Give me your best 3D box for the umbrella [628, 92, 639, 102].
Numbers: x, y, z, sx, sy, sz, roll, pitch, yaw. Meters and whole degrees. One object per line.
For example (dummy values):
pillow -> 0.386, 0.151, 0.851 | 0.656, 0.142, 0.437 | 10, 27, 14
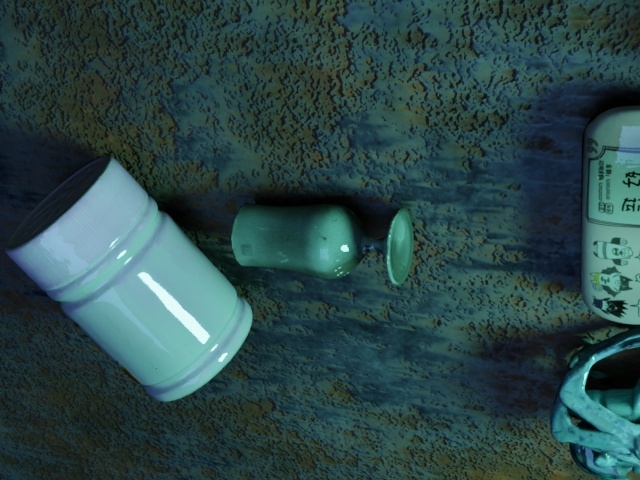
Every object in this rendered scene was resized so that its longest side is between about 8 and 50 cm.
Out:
umbrella -> 0.376, -0.153, 1.029 | 0.083, 0.020, 0.031 | -3, 167, 25

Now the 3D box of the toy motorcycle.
toy motorcycle -> 0.436, 0.213, 1.252 | 0.260, 0.154, 0.206 | -16, 99, 25

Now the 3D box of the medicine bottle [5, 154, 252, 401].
medicine bottle -> -0.267, 0.056, 1.359 | 0.202, 0.202, 0.316 | -22, 118, 36

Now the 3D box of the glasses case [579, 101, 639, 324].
glasses case -> 0.364, -0.022, 1.108 | 0.122, 0.075, 0.314 | 3, 131, 17

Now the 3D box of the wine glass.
wine glass -> 0.000, 0.000, 1.266 | 0.231, 0.103, 0.103 | 5, 131, 23
